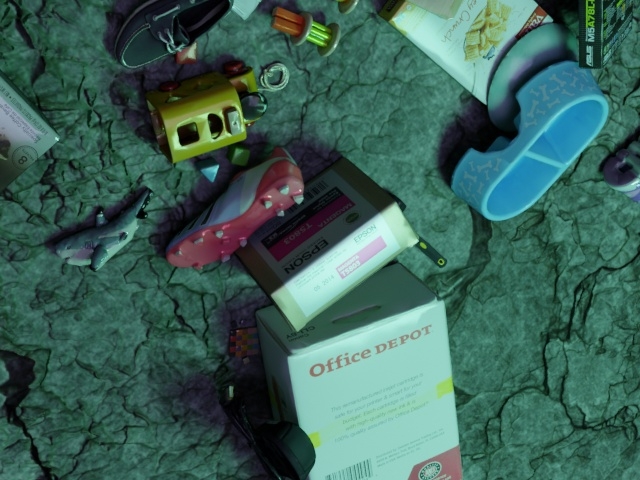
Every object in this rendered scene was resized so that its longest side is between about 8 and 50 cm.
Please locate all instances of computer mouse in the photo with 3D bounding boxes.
[{"bbox_3d":[-0.079,0.294,1.836,0.060,0.262,0.184,-35,86,-17],"label":"computer mouse"}]

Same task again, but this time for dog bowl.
[{"bbox_3d":[0.340,-0.151,1.868,0.166,0.074,0.297,12,125,-47],"label":"dog bowl"}]

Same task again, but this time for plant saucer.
[{"bbox_3d":[0.353,-0.252,1.872,0.195,0.037,0.195,-24,135,-27],"label":"plant saucer"}]

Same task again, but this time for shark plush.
[{"bbox_3d":[-0.307,-0.018,1.698,0.161,0.073,0.067,-41,94,3],"label":"shark plush"}]

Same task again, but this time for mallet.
[{"bbox_3d":[0.146,-0.001,1.932,0.062,0.039,0.189,-43,128,-2],"label":"mallet"}]

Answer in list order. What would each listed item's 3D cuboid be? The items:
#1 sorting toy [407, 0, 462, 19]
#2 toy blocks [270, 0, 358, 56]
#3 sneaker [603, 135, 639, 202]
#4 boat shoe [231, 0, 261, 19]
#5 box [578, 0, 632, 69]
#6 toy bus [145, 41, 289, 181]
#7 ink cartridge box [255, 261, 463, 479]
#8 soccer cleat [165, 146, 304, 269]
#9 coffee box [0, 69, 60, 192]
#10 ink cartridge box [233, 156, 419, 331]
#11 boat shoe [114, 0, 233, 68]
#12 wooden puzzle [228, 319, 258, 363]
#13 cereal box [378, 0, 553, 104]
[{"bbox_3d":[0.141,-0.472,1.632,0.255,0.089,0.257,22,102,-18],"label":"sorting toy"},{"bbox_3d":[-0.029,-0.344,1.669,0.148,0.054,0.123,20,104,-31],"label":"toy blocks"},{"bbox_3d":[0.607,-0.154,2.046,0.236,0.095,0.104,-42,131,4],"label":"sneaker"},{"bbox_3d":[-0.161,-0.361,1.600,0.184,0.066,0.063,22,102,-42],"label":"boat shoe"},{"bbox_3d":[0.446,-0.385,1.817,0.190,0.045,0.184,-47,136,-49],"label":"box"},{"bbox_3d":[-0.145,-0.182,1.663,0.191,0.104,0.202,25,102,-33],"label":"toy bus"},{"bbox_3d":[0.069,0.263,1.944,0.279,0.160,0.384,-19,121,-18],"label":"ink cartridge box"},{"bbox_3d":[-0.132,-0.045,1.753,0.248,0.095,0.083,-33,140,18],"label":"soccer cleat"},{"bbox_3d":[-0.498,-0.190,1.483,0.168,0.119,0.297,-42,124,-3],"label":"coffee box"},{"bbox_3d":[0.000,0.000,1.766,0.235,0.193,0.088,-36,124,-6],"label":"ink cartridge box"},{"bbox_3d":[-0.198,-0.290,1.576,0.206,0.065,0.075,-32,132,19],"label":"boat shoe"},{"bbox_3d":[-0.124,0.164,1.898,0.049,0.006,0.083,-6,116,-23],"label":"wooden puzzle"},{"bbox_3d":[0.227,-0.342,1.794,0.240,0.047,0.173,33,99,-33],"label":"cereal box"}]
